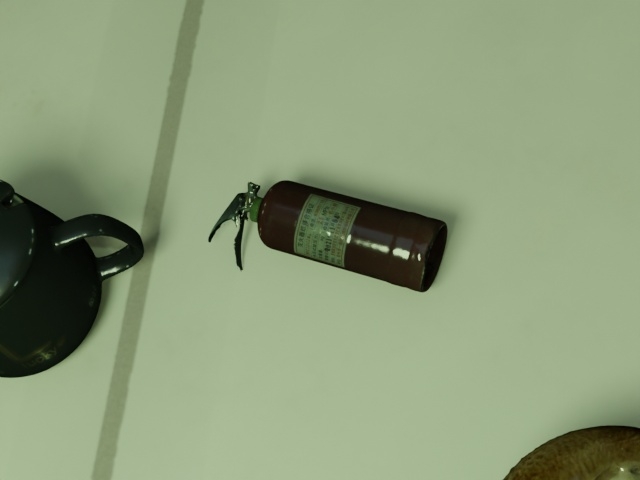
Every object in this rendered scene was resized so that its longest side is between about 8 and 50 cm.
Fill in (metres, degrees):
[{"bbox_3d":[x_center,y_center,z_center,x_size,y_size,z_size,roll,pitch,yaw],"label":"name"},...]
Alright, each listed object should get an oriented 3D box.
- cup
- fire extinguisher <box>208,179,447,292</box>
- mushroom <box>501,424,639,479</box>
[{"bbox_3d":[-0.286,0.024,1.006,0.223,0.176,0.169,-22,63,3],"label":"cup"},{"bbox_3d":[0.000,0.000,1.019,0.231,0.071,0.099,14,100,17],"label":"fire extinguisher"},{"bbox_3d":[0.235,0.265,0.813,0.253,0.153,0.253,-1,74,3],"label":"mushroom"}]
